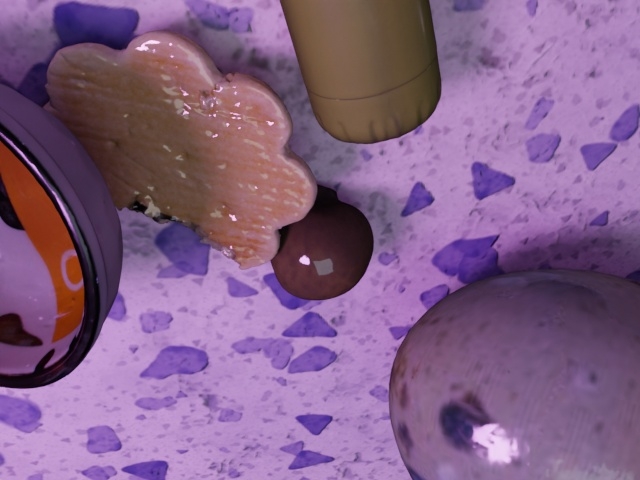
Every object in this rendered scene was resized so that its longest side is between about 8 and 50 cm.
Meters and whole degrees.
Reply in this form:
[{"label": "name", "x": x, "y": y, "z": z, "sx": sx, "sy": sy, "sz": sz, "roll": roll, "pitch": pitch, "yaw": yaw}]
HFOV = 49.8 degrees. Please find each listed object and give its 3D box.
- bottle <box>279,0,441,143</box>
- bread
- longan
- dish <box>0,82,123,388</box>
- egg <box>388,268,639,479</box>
[{"label": "bottle", "x": 0.019, "y": -0.204, "z": 0.515, "sx": 0.112, "sy": 0.112, "sz": 0.260, "roll": -17, "pitch": 129, "yaw": 3}, {"label": "bread", "x": -0.120, "y": -0.084, "z": 0.605, "sx": 0.251, "sy": 0.039, "sz": 0.181, "roll": 27, "pitch": 118, "yaw": -13}, {"label": "longan", "x": 0.000, "y": 0.000, "z": 0.690, "sx": 0.106, "sy": 0.106, "sz": 0.119, "roll": -8, "pitch": 87, "yaw": -5}, {"label": "dish", "x": -0.273, "y": -0.020, "z": 0.567, "sx": 0.303, "sy": 0.120, "sz": 0.303, "roll": 10, "pitch": 121, "yaw": 17}, {"label": "egg", "x": 0.273, "y": 0.203, "z": 0.739, "sx": 0.428, "sy": 0.345, "sz": 0.345, "roll": 18, "pitch": 123, "yaw": -18}]
